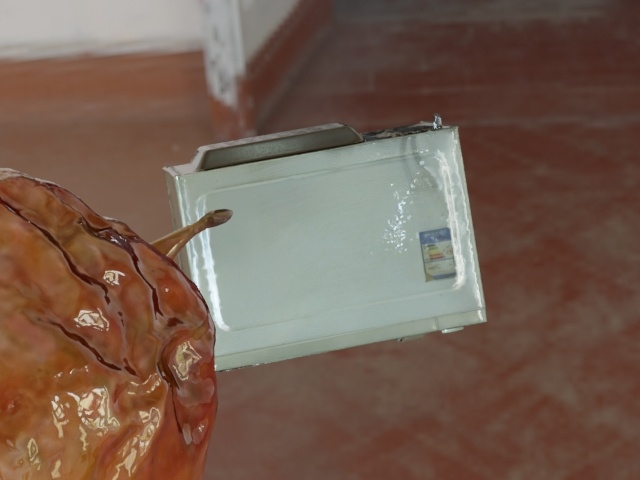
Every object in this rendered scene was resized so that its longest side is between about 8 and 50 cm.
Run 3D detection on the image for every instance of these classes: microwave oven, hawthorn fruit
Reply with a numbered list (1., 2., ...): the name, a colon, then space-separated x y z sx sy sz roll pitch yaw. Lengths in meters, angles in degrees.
1. microwave oven: 0.000 0.000 1.345 0.205 0.163 0.129 -9 6 -8
2. hawthorn fruit: -0.123 0.052 0.750 0.207 0.207 0.243 18 49 37
